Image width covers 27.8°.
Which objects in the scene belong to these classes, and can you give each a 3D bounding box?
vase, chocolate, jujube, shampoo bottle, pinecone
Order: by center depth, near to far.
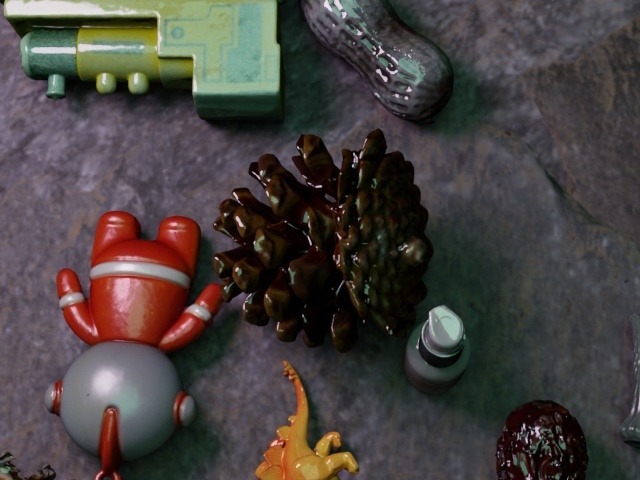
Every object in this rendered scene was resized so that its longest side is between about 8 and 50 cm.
[{"bbox_3d":[0.133,0.121,1.440,0.074,0.192,0.074,0,73,-1],"label":"shampoo bottle"},{"bbox_3d":[0.255,0.263,1.454,0.104,0.104,0.166,-2,86,-1],"label":"jujube"},{"bbox_3d":[-0.006,0.003,1.455,0.264,0.264,0.264,0,73,0],"label":"pinecone"},{"bbox_3d":[0.383,0.164,1.491,0.081,0.081,0.149,12,77,4],"label":"vase"},{"bbox_3d":[0.069,-0.247,1.599,0.248,0.110,0.110,43,78,7],"label":"chocolate"}]

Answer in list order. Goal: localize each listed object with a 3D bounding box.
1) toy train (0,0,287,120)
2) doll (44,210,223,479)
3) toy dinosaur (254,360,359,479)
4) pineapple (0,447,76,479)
[{"bbox_3d":[-0.220,-0.266,1.590,0.369,0.150,0.237,0,79,2],"label":"toy train"},{"bbox_3d":[-0.217,0.128,1.492,0.199,0.105,0.336,5,65,0],"label":"doll"},{"bbox_3d":[-0.013,0.275,1.462,0.117,0.070,0.288,-27,70,-8],"label":"toy dinosaur"},{"bbox_3d":[-0.329,0.381,1.294,0.352,0.352,0.300,-39,70,-11],"label":"pineapple"}]
